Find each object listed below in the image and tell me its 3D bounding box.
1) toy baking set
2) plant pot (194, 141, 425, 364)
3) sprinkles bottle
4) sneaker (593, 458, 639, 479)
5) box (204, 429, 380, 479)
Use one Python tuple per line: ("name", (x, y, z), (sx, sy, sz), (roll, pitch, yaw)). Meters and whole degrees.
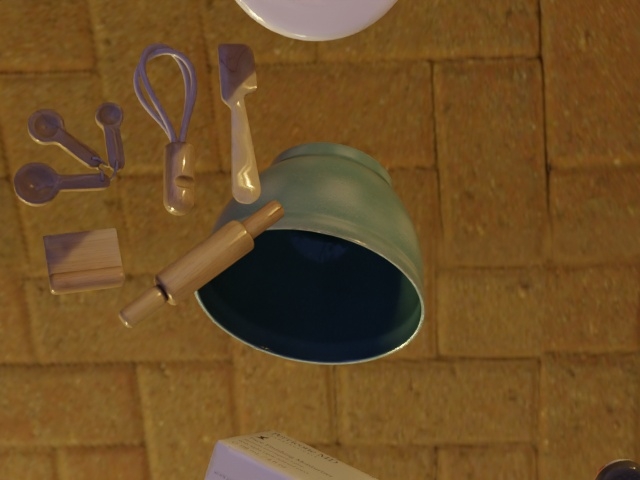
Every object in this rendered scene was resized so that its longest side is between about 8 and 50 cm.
("toy baking set", (-0.128, -0.056, 1.036), (0.256, 0.030, 0.196), (-33, 85, -19))
("plant pot", (0.000, 0.000, 1.638), (0.293, 0.196, 0.293), (8, 143, 6))
("sprinkles bottle", (-0.009, -0.214, 0.899), (0.121, 0.355, 0.121), (-1, 103, -2))
("sneaker", (0.393, 0.337, 1.684), (0.090, 0.145, 0.270), (-17, 130, 9))
("box", (-0.037, 0.325, 1.382), (0.181, 0.119, 0.181), (21, 97, 27))
